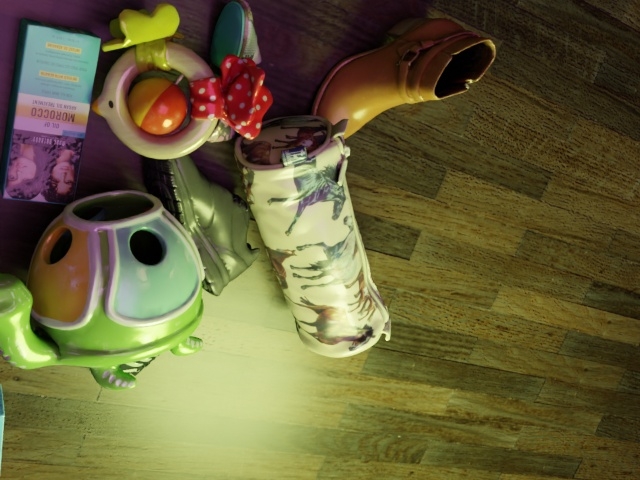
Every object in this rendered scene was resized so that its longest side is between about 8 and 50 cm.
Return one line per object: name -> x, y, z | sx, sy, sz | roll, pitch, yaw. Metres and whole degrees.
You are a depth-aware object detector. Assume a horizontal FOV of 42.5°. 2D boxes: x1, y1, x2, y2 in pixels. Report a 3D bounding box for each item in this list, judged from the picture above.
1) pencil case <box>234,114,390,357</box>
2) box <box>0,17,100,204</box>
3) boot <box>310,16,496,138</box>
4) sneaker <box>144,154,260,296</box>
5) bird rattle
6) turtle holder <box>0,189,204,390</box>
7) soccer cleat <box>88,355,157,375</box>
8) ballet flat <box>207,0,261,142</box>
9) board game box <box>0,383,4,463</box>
pencil case -> 0.000, 0.000, 1.360 | 0.160, 0.183, 0.411 | -58, 138, -49
box -> -0.382, -0.177, 1.155 | 0.100, 0.060, 0.244 | 5, 108, -29
boot -> 0.127, -0.238, 1.299 | 0.283, 0.220, 0.109 | -40, 124, -7
sneaker -> -0.183, -0.053, 1.301 | 0.130, 0.109, 0.286 | -35, 129, -23
bird rattle -> -0.203, -0.211, 1.165 | 0.253, 0.143, 0.207 | 37, 100, -19
turtle holder -> -0.323, 0.058, 1.178 | 0.320, 0.243, 0.228 | -6, 116, -20
soccer cleat -> -0.294, 0.180, 1.362 | 0.178, 0.060, 0.072 | -23, 130, -10
ballet flat -> -0.132, -0.255, 1.253 | 0.079, 0.077, 0.222 | -4, 119, -46
board game box -> -0.633, 0.323, 1.193 | 0.316, 0.064, 0.242 | -2, 131, -27
